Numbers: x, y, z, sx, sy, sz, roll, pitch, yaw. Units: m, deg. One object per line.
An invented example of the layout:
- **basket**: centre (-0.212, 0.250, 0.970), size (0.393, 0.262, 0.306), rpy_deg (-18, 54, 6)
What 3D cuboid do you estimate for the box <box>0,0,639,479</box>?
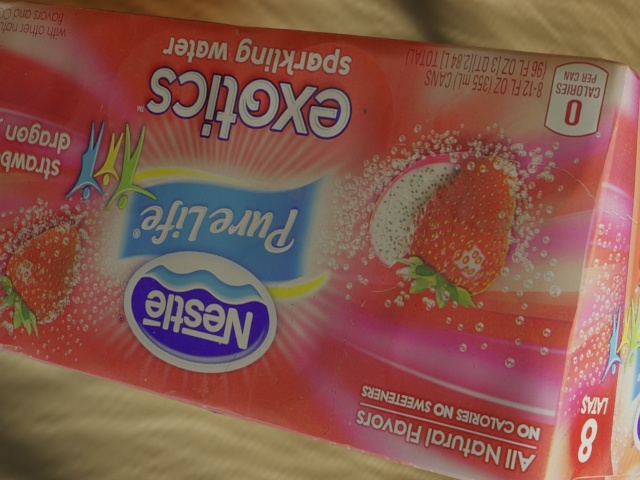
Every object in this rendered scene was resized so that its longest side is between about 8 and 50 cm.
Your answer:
- **box**: centre (0.000, 0.000, 0.617), size (0.142, 0.300, 0.154), rpy_deg (12, 90, -57)
